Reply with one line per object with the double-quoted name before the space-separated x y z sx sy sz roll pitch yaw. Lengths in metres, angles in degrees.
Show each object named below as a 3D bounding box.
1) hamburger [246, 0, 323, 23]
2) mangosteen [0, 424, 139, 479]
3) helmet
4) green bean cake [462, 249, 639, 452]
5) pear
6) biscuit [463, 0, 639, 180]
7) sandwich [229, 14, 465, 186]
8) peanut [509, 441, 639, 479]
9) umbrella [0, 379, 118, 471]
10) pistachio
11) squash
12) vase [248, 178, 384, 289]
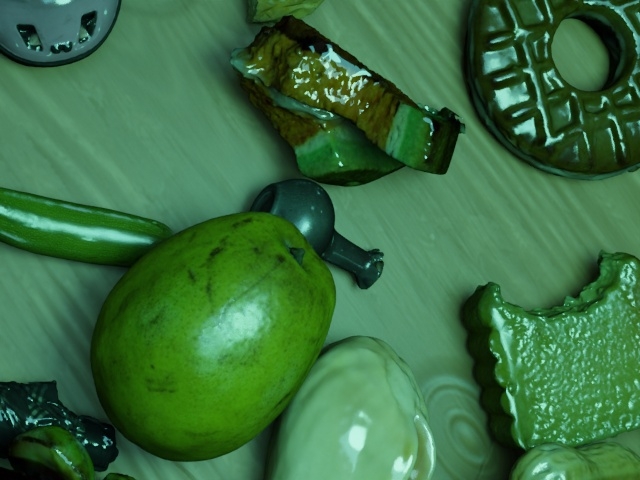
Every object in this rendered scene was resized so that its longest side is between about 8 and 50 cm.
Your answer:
"hamburger" -0.025 -0.371 1.892 0.155 0.135 0.208 8 86 -11
"mangosteen" -0.338 0.386 1.674 0.330 0.330 0.330 1 86 -13
"helmet" -0.336 -0.334 1.810 0.198 0.154 0.253 -11 93 -13
"green bean cake" 0.313 0.141 1.937 0.236 0.124 0.233 -12 90 -14
"pear" -0.124 0.114 1.761 0.307 0.253 0.253 -41 96 13
"biscuit" 0.341 -0.245 1.985 0.332 0.103 0.332 1 87 -13
"sandwich" 0.021 -0.149 1.843 0.301 0.250 0.162 30 97 -4
"peanut" 0.328 0.299 1.856 0.263 0.117 0.101 3 51 -40
"umbrella" -0.399 0.184 1.773 0.336 0.128 0.154 6 105 -20
"pistachio" 0.023 0.271 1.835 0.193 0.214 0.318 25 87 -53
"squash" -0.301 -0.015 1.820 0.318 0.071 0.080 15 125 -22
"vase" 0.000 0.000 1.886 0.183 0.120 0.120 29 80 -23
